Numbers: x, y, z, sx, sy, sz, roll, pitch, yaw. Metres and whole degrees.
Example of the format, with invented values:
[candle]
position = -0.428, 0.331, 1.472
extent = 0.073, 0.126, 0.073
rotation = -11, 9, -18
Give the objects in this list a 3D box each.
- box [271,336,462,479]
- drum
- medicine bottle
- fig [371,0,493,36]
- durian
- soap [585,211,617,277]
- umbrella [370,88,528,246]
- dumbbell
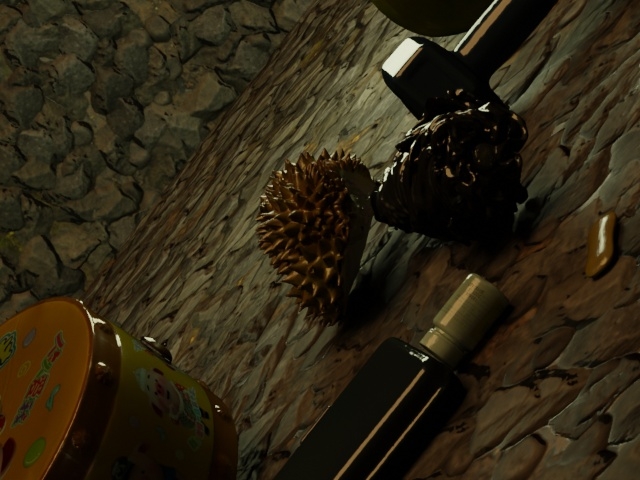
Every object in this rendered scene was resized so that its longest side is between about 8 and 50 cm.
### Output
[box]
position = 0.028, 0.196, 1.634
extent = 0.230, 0.050, 0.160
rotation = -51, 14, -4
[drum]
position = -0.299, 0.281, 1.923
extent = 0.431, 0.214, 0.431
rotation = -38, 30, 27
[medicine bottle]
position = 0.132, 0.074, 1.638
extent = 0.083, 0.047, 0.047
rotation = -52, 14, -5
[fig]
position = 0.154, -0.439, 2.375
extent = 0.316, 0.316, 0.316
rotation = -46, 14, 15
[durian]
position = -0.009, -0.008, 2.014
extent = 0.249, 0.138, 0.183
rotation = -82, 12, -76
[soap]
position = 0.243, 0.003, 1.547
extent = 0.034, 0.012, 0.089
rotation = -43, 15, 29
[umbrella]
position = 0.131, -0.050, 1.857
extent = 0.128, 0.154, 0.336
rotation = -14, -15, -14
[dumbbell]
position = 0.221, -0.257, 2.040
extent = 0.325, 0.160, 0.144
rotation = -50, 44, 5
